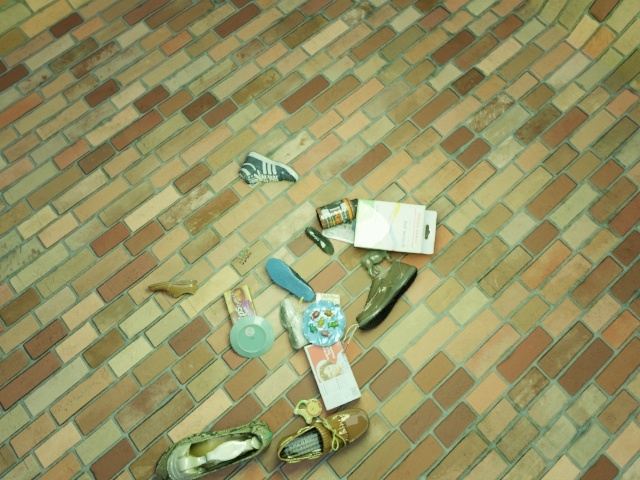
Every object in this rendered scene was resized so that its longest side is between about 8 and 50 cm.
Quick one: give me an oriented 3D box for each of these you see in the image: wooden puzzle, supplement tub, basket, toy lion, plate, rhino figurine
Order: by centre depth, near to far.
[{"bbox_3d":[-0.048,0.692,1.668,0.100,0.034,0.096,32,70,9],"label":"toy lion"},{"bbox_3d":[-0.289,0.410,1.715,0.188,0.024,0.188,-1,97,-6],"label":"plate"},{"bbox_3d":[0.030,0.312,1.731,0.103,0.113,0.167,1,75,-3],"label":"basket"},{"bbox_3d":[0.284,0.056,1.820,0.243,0.073,0.106,-39,80,-11],"label":"rhino figurine"},{"bbox_3d":[0.085,-0.128,1.837,0.198,0.106,0.106,-21,75,-4],"label":"supplement tub"},{"bbox_3d":[-0.348,0.068,1.857,0.049,0.006,0.083,30,77,9],"label":"wooden puzzle"}]

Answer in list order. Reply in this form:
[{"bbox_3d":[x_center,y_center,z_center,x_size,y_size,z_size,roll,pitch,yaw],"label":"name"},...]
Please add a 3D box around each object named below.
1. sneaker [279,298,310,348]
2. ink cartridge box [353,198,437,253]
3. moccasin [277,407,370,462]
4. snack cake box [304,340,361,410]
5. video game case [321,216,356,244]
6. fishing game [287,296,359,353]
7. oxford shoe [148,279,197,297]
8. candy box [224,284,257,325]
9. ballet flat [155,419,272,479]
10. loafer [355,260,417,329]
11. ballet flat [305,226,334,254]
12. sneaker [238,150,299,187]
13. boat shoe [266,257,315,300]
[{"bbox_3d":[-0.098,0.351,1.745,0.115,0.090,0.232,-7,58,-33],"label":"sneaker"},{"bbox_3d":[0.326,-0.054,1.733,0.353,0.119,0.207,5,87,2],"label":"ink cartridge box"},{"bbox_3d":[0.012,0.762,1.584,0.380,0.147,0.139,-14,75,-3],"label":"moccasin"},{"bbox_3d":[0.049,0.540,1.677,0.152,0.089,0.264,-21,75,-3],"label":"snack cake box"},{"bbox_3d":[0.099,-0.067,1.884,0.157,0.019,0.143,14,75,6],"label":"video game case"},{"bbox_3d":[0.016,0.334,1.646,0.264,0.041,0.189,30,77,3],"label":"fishing game"},{"bbox_3d":[-0.654,0.216,1.789,0.212,0.076,0.076,-3,85,1],"label":"oxford shoe"},{"bbox_3d":[-0.342,0.301,1.769,0.109,0.053,0.187,-18,74,-5],"label":"candy box"},{"bbox_3d":[-0.425,0.818,1.557,0.483,0.182,0.164,-17,76,-4],"label":"ballet flat"},{"bbox_3d":[0.267,0.232,1.755,0.130,0.134,0.366,35,68,28],"label":"loafer"},{"bbox_3d":[0.000,0.000,1.859,0.057,0.049,0.173,-44,85,-14],"label":"ballet flat"},{"bbox_3d":[-0.251,-0.303,1.912,0.282,0.099,0.153,26,71,15],"label":"sneaker"},{"bbox_3d":[-0.136,0.179,1.786,0.109,0.089,0.258,-45,83,3],"label":"boat shoe"}]
